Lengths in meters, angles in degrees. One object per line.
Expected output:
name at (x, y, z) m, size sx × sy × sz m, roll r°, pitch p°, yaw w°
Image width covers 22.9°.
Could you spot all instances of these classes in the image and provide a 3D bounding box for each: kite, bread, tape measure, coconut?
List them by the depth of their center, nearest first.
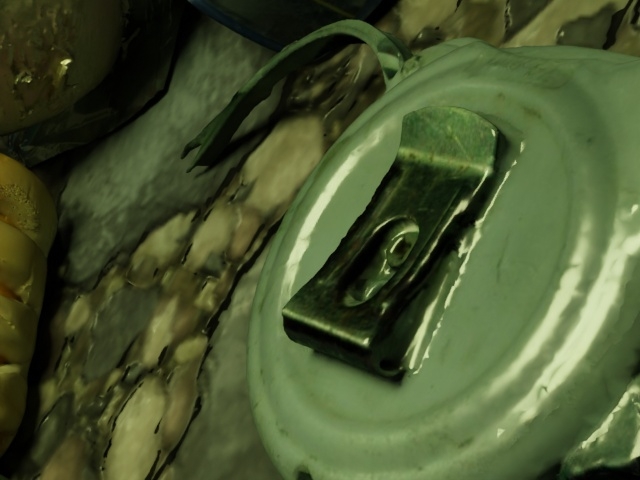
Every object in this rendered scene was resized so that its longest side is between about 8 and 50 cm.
tape measure at (0.000, -0.001, 0.483) m, size 0.330 × 0.084 × 0.164 m, roll 12°, pitch 67°, yaw 52°
bread at (-0.171, 0.036, 0.664) m, size 0.119 × 0.084 × 0.177 m, roll -30°, pitch 45°, yaw 34°
coconut at (-0.156, -0.138, 0.680) m, size 0.183 × 0.170 × 0.171 m, roll 104°, pitch 171°, yaw -52°
kite at (-0.170, -0.065, 0.807) m, size 0.310 × 0.015 × 0.169 m, roll -33°, pitch 40°, yaw 28°

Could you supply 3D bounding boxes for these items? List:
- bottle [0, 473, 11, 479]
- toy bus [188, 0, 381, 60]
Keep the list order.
bottle at (-0.084, 0.197, 0.347) m, size 0.168 × 0.168 × 0.347 m, roll -51°, pitch 37°, yaw 6°
toy bus at (-0.026, -0.164, 0.667) m, size 0.094 × 0.079 × 0.236 m, roll -58°, pitch 30°, yaw 27°
